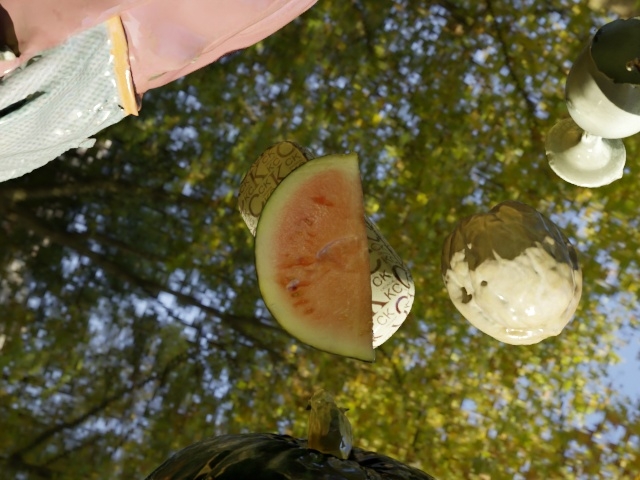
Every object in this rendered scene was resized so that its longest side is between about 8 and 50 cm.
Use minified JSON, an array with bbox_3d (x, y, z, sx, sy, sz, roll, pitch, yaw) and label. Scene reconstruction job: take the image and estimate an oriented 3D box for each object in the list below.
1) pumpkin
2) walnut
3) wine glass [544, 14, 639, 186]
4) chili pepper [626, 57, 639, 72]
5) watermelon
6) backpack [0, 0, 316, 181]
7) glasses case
[{"bbox_3d":[-0.010,0.201,0.648,0.250,0.250,0.216,-3,-102,58],"label":"pumpkin"},{"bbox_3d":[0.292,0.054,1.588,0.224,0.224,0.224,-38,-140,41],"label":"walnut"},{"bbox_3d":[0.370,-0.175,1.354,0.241,0.126,0.126,94,2,-62],"label":"wine glass"},{"bbox_3d":[0.291,-0.027,0.751,0.059,0.050,0.268,86,-22,-71],"label":"chili pepper"},{"bbox_3d":[-0.003,0.019,0.806,0.069,0.087,0.163,61,25,-74],"label":"watermelon"},{"bbox_3d":[-0.137,-0.211,0.647,0.197,0.317,0.283,90,-25,-76],"label":"backpack"},{"bbox_3d":[0.000,0.000,1.405,0.137,0.085,0.355,-50,-130,15],"label":"glasses case"}]
